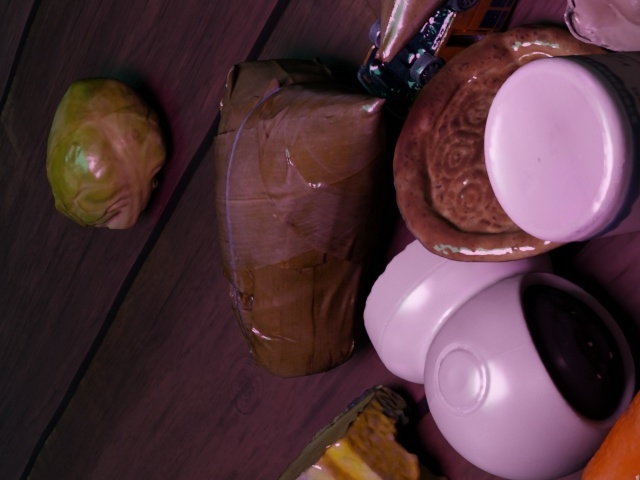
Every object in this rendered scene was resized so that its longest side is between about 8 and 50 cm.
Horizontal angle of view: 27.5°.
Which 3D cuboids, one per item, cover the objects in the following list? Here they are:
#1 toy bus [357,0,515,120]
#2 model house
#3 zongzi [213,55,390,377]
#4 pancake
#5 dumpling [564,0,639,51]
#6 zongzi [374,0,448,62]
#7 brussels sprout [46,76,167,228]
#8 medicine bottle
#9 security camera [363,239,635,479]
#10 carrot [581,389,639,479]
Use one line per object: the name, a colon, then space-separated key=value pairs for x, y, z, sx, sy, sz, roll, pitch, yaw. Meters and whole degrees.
toy bus: x=0.120 y=-0.212 z=1.271 sx=0.091 sy=0.103 sz=0.182 roll=47 pitch=127 yaw=33
model house: x=0.068 y=0.299 z=1.451 sx=0.211 sy=0.170 sz=0.194 roll=44 pitch=130 yaw=3
zongzi: x=0.000 y=0.000 z=1.362 sx=0.393 sy=0.174 sz=0.356 roll=-146 pitch=51 yaw=-69
pancake: x=0.173 y=-0.085 z=1.160 sx=0.250 sy=0.031 sz=0.250 roll=-14 pitch=56 yaw=21
dumpling: x=0.293 y=-0.251 z=1.025 sx=0.173 sy=0.142 sz=0.247 roll=26 pitch=116 yaw=10
zongzi: x=0.056 y=-0.328 z=1.153 sx=0.251 sy=0.125 sz=0.274 roll=40 pitch=90 yaw=12
brussels sprout: x=-0.312 y=-0.126 z=1.843 sx=0.223 sy=0.161 sz=0.223 roll=2 pitch=93 yaw=49
medicine bottle: x=0.253 y=-0.077 z=0.994 sx=0.139 sy=0.237 sz=0.139 roll=15 pitch=108 yaw=54
security camera: x=0.170 y=0.111 z=1.185 sx=0.236 sy=0.195 sz=0.194 roll=56 pitch=137 yaw=37
carrot: x=0.324 y=0.146 z=1.045 sx=0.159 sy=0.159 sz=0.225 roll=42 pitch=115 yaw=42
